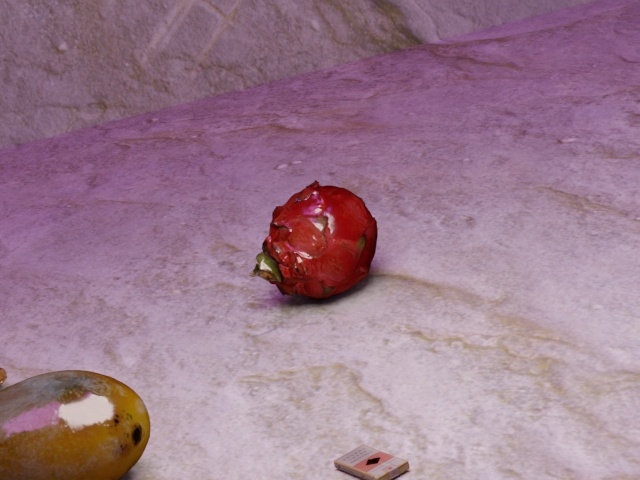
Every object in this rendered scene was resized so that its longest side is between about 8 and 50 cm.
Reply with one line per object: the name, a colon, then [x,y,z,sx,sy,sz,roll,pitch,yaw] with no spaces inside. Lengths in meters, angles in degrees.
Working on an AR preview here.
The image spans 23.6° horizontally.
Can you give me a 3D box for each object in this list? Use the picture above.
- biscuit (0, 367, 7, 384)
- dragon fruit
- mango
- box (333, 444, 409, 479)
biscuit: [-0.537,0.226,2.190,0.133,0.027,0.184,-4,19,42]
dragon fruit: [0.000,0.000,2.269,0.172,0.172,0.209,3,38,40]
mango: [-0.359,0.242,1.820,0.316,0.146,0.193,-9,19,-1]
box: [0.057,0.253,1.727,0.046,0.012,0.083,-24,21,-31]
